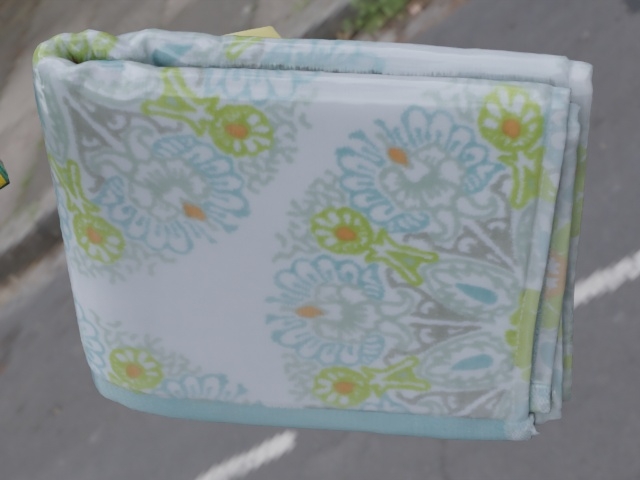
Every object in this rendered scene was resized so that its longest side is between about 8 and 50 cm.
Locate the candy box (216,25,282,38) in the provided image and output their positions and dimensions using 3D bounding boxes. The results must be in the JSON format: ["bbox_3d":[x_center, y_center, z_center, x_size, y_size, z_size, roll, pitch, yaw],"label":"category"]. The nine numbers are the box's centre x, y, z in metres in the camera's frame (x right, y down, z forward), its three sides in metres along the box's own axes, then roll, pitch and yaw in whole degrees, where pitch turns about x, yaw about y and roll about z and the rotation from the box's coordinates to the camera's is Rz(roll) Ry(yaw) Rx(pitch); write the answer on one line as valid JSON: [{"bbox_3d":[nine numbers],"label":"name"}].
[{"bbox_3d":[-0.052,-0.010,1.444,0.087,0.316,0.183,-14,45,-25],"label":"candy box"}]

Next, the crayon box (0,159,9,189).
[{"bbox_3d":[-0.344,-0.101,0.992,0.165,0.278,0.081,-37,16,-5],"label":"crayon box"}]

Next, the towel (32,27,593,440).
[{"bbox_3d":[0.000,0.000,1.132,0.374,0.320,0.090,3,39,6],"label":"towel"}]
